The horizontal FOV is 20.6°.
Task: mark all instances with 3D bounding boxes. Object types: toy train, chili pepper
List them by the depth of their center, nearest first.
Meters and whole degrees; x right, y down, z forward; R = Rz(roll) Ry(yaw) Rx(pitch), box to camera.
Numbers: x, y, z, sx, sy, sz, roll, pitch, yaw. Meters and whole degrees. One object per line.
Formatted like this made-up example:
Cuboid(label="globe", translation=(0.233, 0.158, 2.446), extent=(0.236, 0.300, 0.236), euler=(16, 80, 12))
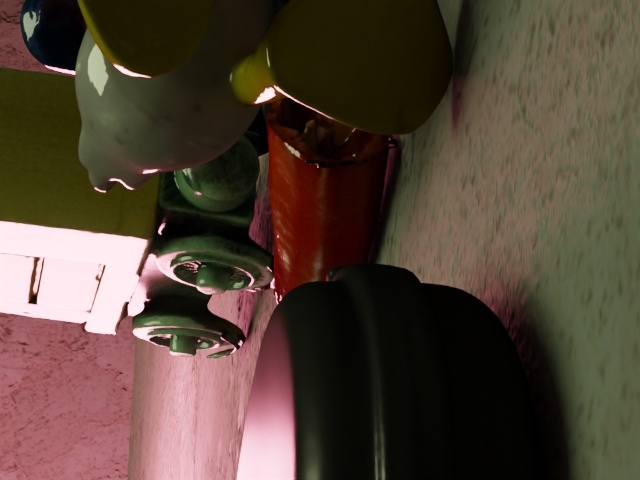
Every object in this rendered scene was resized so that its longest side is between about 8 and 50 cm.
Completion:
Cuboid(label="chili pepper", translation=(-0.003, -0.002, 0.998), extent=(0.088, 0.065, 0.169), euler=(-109, 20, -48))
Cuboid(label="toy train", translation=(-0.165, -0.015, 1.418), extent=(0.397, 0.253, 0.160), euler=(126, 150, -71))

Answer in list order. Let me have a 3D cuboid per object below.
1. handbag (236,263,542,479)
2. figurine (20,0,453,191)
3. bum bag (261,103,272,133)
Cuboid(label="handbag", translation=(0.014, 0.157, 0.700), extent=(0.254, 0.093, 0.308), euler=(-100, 18, -64))
Cuboid(label="figurine", translation=(-0.071, -0.158, 0.938), extent=(0.338, 0.204, 0.283), euler=(-10, 48, 60))
Cuboid(label="bum bag", translation=(-0.014, -0.150, 1.123), extent=(0.310, 0.074, 0.137), euler=(-99, 27, -56))
